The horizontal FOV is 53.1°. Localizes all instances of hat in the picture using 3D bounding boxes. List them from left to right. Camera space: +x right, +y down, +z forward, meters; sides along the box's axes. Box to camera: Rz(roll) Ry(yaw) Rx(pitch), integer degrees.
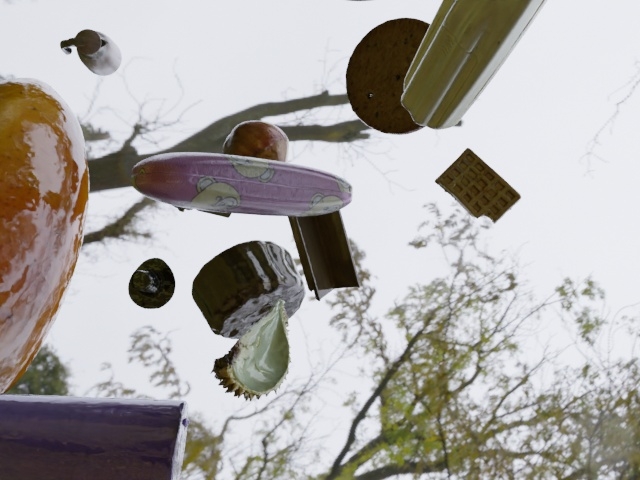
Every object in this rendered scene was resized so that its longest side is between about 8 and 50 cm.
[{"bbox_3d":[-0.357,0.086,1.325,0.121,0.050,0.121,-5,-102,23],"label":"hat"}]

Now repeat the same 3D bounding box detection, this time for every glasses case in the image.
[{"bbox_3d":[-0.098,-0.074,0.879,0.123,0.316,0.076,1,-91,55],"label":"glasses case"}]

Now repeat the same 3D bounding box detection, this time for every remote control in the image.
[{"bbox_3d":[0.148,-0.208,0.645,0.090,0.049,0.230,60,-31,21],"label":"remote control"}]

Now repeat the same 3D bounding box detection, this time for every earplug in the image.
[{"bbox_3d":[-0.504,0.412,1.292,0.215,0.455,0.215,-173,-90,-84],"label":"earplug"}]

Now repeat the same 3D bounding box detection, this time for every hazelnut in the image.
[{"bbox_3d":[-0.169,-0.214,1.646,0.182,0.182,0.182,12,-73,41],"label":"hazelnut"}]

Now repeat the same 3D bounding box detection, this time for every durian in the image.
[{"bbox_3d":[-0.137,0.219,1.268,0.144,0.252,0.139,8,-66,33],"label":"durian"}]

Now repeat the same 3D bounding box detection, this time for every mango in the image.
[{"bbox_3d":[-0.318,-0.015,0.622,0.199,0.201,0.350,3,-119,12],"label":"mango"}]

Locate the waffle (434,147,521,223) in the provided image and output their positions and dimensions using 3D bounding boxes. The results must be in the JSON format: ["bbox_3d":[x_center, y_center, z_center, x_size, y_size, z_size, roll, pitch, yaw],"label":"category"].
[{"bbox_3d":[0.283,-0.093,1.151,0.092,0.021,0.135,-44,-101,0],"label":"waffle"}]

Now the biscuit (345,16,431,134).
[{"bbox_3d":[0.127,-0.263,1.035,0.187,0.027,0.188,2,-86,26],"label":"biscuit"}]

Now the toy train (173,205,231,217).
[{"bbox_3d":[-0.284,-0.106,1.534,0.225,0.137,0.090,-156,-101,-73],"label":"toy train"}]

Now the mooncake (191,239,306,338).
[{"bbox_3d":[-0.183,0.140,1.694,0.290,0.290,0.161,-55,-126,36],"label":"mooncake"}]

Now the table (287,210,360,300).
[{"bbox_3d":[0.000,0.000,1.363,0.167,0.167,0.227,-6,-75,44],"label":"table"}]

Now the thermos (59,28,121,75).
[{"bbox_3d":[-0.615,-0.507,1.704,0.193,0.137,0.105,-145,-123,-81],"label":"thermos"}]
